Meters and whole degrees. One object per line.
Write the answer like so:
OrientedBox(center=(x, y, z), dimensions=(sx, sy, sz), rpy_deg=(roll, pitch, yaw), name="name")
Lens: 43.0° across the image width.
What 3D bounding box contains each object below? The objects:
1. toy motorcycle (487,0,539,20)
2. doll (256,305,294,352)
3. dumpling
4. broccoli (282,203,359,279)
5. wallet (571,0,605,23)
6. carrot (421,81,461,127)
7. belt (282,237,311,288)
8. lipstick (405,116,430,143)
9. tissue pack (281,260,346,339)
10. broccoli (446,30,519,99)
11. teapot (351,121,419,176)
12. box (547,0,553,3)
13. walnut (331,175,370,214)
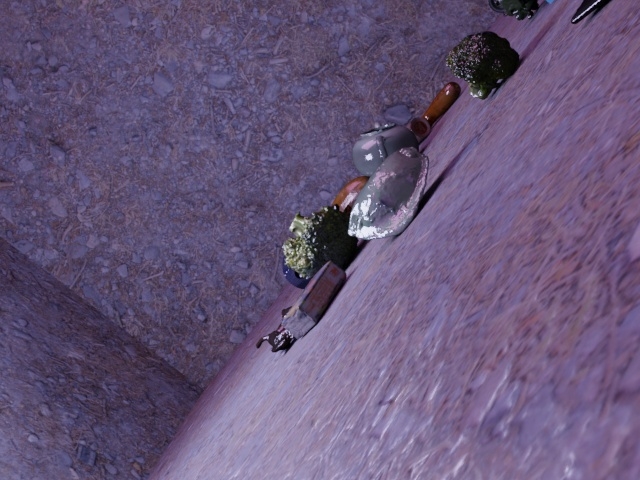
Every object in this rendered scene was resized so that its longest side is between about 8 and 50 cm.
OrientedBox(center=(0.532, -0.640, 2.052), dimensions=(0.275, 0.127, 0.205), rpy_deg=(-41, 11, 43), name="toy motorcycle")
OrientedBox(center=(-0.076, 0.205, 1.876), dimensions=(0.139, 0.057, 0.165), rpy_deg=(-52, 10, -28), name="doll")
OrientedBox(center=(0.126, -0.077, 1.520), dimensions=(0.216, 0.105, 0.149), rpy_deg=(-51, 3, 17), name="dumpling")
OrientedBox(center=(0.002, 0.002, 1.979), dimensions=(0.198, 0.176, 0.226), rpy_deg=(-47, 18, 10), name="broccoli")
OrientedBox(center=(0.450, -0.405, 1.152), dimensions=(0.124, 0.025, 0.244), rpy_deg=(-53, 4, -24), name="wallet")
OrientedBox(center=(0.363, -0.406, 2.547), dimensions=(0.059, 0.059, 0.248), rpy_deg=(-54, 1, -41), name="carrot")
OrientedBox(center=(-0.007, 0.032, 2.229), dimensions=(0.126, 0.139, 0.230), rpy_deg=(-44, 5, 34), name="belt")
OrientedBox(center=(0.274, -0.313, 2.617), dimensions=(0.070, 0.070, 0.254), rpy_deg=(-53, 3, -22), name="lipstick")
OrientedBox(center=(-0.014, 0.127, 1.745), dimensions=(0.148, 0.060, 0.108), rpy_deg=(-55, 5, -35), name="tissue pack")
OrientedBox(center=(0.336, -0.369, 1.684), dimensions=(0.162, 0.146, 0.137), rpy_deg=(-85, -6, -52), name="broccoli")
OrientedBox(center=(0.180, -0.262, 2.307), dimensions=(0.193, 0.129, 0.294), rpy_deg=(-17, 12, 8), name="teapot")
OrientedBox(center=(0.485, -0.666, 1.829), dimensions=(0.083, 0.232, 0.142), rpy_deg=(-53, 2, -30), name="box")
OrientedBox(center=(0.101, -0.107, 2.375), dimensions=(0.207, 0.116, 0.116), rpy_deg=(-45, 6, 31), name="walnut")
